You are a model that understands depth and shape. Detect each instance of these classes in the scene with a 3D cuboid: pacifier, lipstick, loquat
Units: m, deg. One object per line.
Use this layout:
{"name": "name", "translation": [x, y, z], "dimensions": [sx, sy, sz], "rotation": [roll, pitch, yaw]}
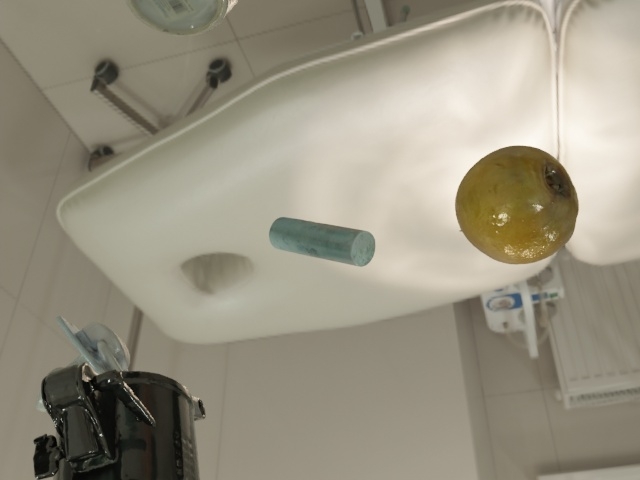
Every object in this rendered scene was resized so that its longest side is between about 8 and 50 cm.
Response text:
{"name": "pacifier", "translation": [-0.484, 0.273, 1.403], "dimensions": [0.207, 0.227, 0.279], "rotation": [-36, 173, -16]}
{"name": "lipstick", "translation": [0.000, 0.000, 0.917], "dimensions": [0.158, 0.048, 0.048], "rotation": [11, 157, 44]}
{"name": "loquat", "translation": [0.427, -0.079, 1.544], "dimensions": [0.275, 0.274, 0.274], "rotation": [0, 142, 0]}

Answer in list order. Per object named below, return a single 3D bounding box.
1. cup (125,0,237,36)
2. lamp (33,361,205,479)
{"name": "cup", "translation": [-0.202, -0.441, 0.936], "dimensions": [0.228, 0.257, 0.301], "rotation": [-19, 141, 24]}
{"name": "lamp", "translation": [-0.273, 0.340, 0.995], "dimensions": [0.205, 0.272, 0.374], "rotation": [-18, 153, 2]}
